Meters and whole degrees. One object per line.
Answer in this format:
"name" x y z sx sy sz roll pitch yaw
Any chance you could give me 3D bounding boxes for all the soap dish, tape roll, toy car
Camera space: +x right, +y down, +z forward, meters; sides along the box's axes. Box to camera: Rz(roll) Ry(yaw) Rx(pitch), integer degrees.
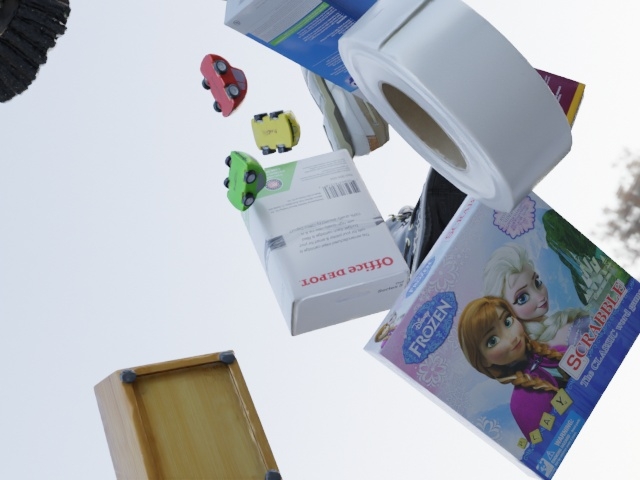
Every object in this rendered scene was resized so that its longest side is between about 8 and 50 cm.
"soap dish" -0.186 0.299 1.364 0.229 0.291 0.118 -7 -39 -25
"tape roll" 0.152 -0.165 1.082 0.100 0.286 0.286 -45 -36 -2
"toy car" -0.108 -0.148 1.437 0.053 0.239 0.225 -21 -43 -33

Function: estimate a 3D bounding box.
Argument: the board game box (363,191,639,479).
"board game box" 0.274 0.117 1.311 0.318 0.066 0.318 37 -103 -12

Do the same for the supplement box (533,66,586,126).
"supplement box" 0.312 -0.229 1.468 0.104 0.188 0.081 7 -76 -76

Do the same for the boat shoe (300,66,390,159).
"boat shoe" 0.034 -0.290 1.685 0.103 0.302 0.113 -18 -8 -8

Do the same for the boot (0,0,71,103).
"boot" -0.315 -0.266 0.877 0.348 0.131 0.260 -25 -20 25

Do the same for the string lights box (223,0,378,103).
"string lights box" 0.018 -0.285 1.232 0.260 0.133 0.076 23 -121 -35

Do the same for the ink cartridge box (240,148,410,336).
"ink cartridge box" 0.000 0.000 1.539 0.198 0.273 0.115 -14 -34 -15

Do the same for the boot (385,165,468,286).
"boot" 0.223 -0.049 1.877 0.138 0.284 0.377 11 -90 -13
